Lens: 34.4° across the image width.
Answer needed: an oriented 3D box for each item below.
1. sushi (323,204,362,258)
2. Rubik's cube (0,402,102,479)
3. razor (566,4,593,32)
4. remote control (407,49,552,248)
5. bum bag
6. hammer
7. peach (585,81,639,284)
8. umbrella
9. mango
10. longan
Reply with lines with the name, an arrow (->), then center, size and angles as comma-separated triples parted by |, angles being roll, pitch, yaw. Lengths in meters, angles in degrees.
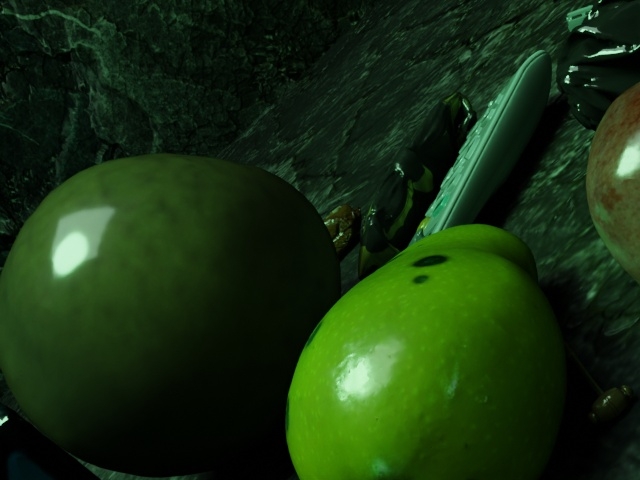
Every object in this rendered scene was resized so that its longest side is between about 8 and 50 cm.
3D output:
sushi -> 0.002, 0.003, 1.219 | 0.118, 0.062, 0.060 | -26, 7, 5
Rubik's cube -> -0.213, 0.274, 0.695 | 0.246, 0.248, 0.250 | -51, 13, -19
razor -> 0.309, -0.252, 1.019 | 0.135, 0.040, 0.068 | -45, 13, -8
remote control -> 0.136, -0.049, 0.935 | 0.293, 0.051, 0.103 | -56, 0, -28
bum bag -> 0.090, -0.043, 1.014 | 0.232, 0.060, 0.107 | -56, -23, -33
hammer -> 0.154, 0.075, 0.610 | 0.029, 0.014, 0.123 | -37, 13, 7
peach -> 0.209, -0.027, 0.474 | 0.152, 0.152, 0.152 | -44, 14, 14
umbrella -> 0.314, -0.205, 0.741 | 0.340, 0.118, 0.118 | -41, 14, 10
mango -> 0.069, 0.072, 0.631 | 0.175, 0.143, 0.293 | -40, 6, 24
longan -> -0.130, 0.061, 0.939 | 0.319, 0.319, 0.319 | -44, 14, 14
